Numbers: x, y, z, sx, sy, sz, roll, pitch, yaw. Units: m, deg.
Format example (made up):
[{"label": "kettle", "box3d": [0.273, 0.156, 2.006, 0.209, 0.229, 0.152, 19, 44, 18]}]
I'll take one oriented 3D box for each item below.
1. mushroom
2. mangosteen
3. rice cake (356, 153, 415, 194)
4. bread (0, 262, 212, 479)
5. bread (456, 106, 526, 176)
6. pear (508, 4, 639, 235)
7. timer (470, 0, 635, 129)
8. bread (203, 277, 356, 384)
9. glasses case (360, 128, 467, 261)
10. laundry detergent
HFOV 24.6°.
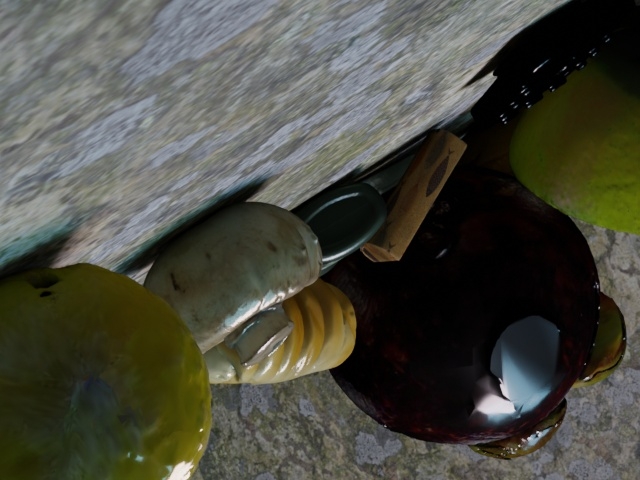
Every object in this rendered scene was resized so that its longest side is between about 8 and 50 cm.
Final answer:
[{"label": "mushroom", "box3d": [-0.072, 0.040, 1.265, 0.166, 0.127, 0.166, -40, 178, -2]}, {"label": "mangosteen", "box3d": [0.204, 0.108, 1.930, 0.381, 0.421, 0.381, -39, -161, 17]}, {"label": "rice cake", "box3d": [0.077, -0.073, 1.841, 0.033, 0.029, 0.170, -28, 180, 42]}, {"label": "bread", "box3d": [-0.172, 0.111, 0.944, 0.197, 0.197, 0.170, -32, -177, -23]}, {"label": "bread", "box3d": [0.292, -0.129, 2.071, 0.269, 0.143, 0.195, -33, -172, 35]}, {"label": "pear", "box3d": [0.425, -0.174, 1.780, 0.398, 0.399, 0.165, -32, 132, -29]}, {"label": "timer", "box3d": [0.231, -0.190, 1.508, 0.144, 0.055, 0.187, -34, 173, -21]}, {"label": "bread", "box3d": [-0.079, 0.088, 1.579, 0.172, 0.121, 0.311, 0, -179, 25]}, {"label": "glasses case", "box3d": [0.107, -0.054, 1.748, 0.170, 0.041, 0.064, -59, -161, -16]}, {"label": "laundry detergent", "box3d": [0.000, 0.000, 1.743, 0.144, 0.078, 0.222, -31, 175, -15]}]
